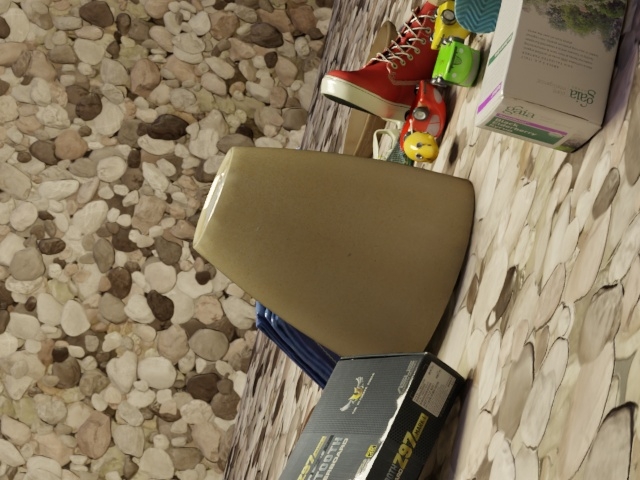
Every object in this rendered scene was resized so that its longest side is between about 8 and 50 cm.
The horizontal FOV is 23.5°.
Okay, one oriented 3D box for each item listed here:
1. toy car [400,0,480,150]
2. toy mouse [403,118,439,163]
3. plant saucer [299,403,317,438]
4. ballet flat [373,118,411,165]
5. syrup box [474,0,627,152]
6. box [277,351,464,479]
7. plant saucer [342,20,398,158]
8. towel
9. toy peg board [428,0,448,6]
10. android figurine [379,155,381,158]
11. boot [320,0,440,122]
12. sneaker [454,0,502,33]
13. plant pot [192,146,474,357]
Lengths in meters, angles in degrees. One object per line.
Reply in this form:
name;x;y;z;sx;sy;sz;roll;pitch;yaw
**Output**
toy car;0.168;-0.223;1.992;0.225;0.053;0.239;-134;59;-82
toy mouse;0.124;-0.064;1.952;0.161;0.031;0.143;-133;44;-63
plant saucer;-0.011;0.322;2.309;0.198;0.036;0.199;-164;90;-83
ballet flat;0.114;-0.165;2.271;0.070;0.070;0.188;119;165;-65
syrup box;0.213;-0.207;1.362;0.096;0.093;0.237;132;153;-75
box;0.034;0.227;1.574;0.183;0.059;0.233;-12;46;62
plant saucer;0.096;-0.256;2.758;0.278;0.041;0.278;-164;90;-84
towel;0.016;0.059;2.010;0.040;0.243;0.336;-26;34;27
toy peg board;0.175;-0.393;1.893;0.161;0.079;0.161;-35;-29;-48
android figurine;0.061;-0.016;2.422;0.273;0.056;0.248;110;173;-48
boot;0.098;-0.256;2.107;0.244;0.088;0.176;2;-70;-58
sneaker;0.211;-0.361;1.805;0.092;0.087;0.229;-77;7;-72
plant pot;0.000;0.000;1.789;0.256;0.274;0.256;-159;90;-81
